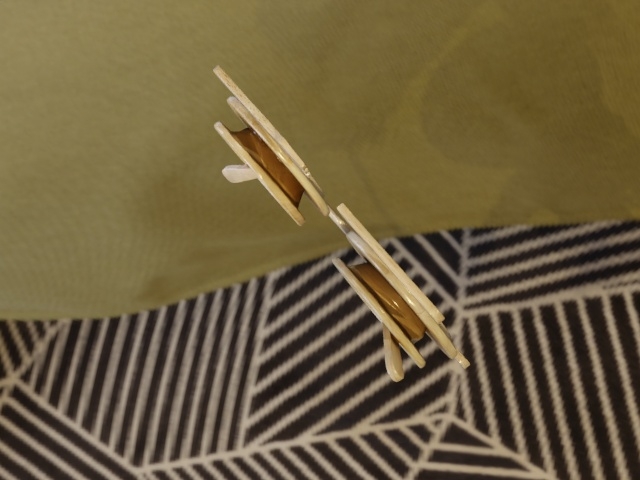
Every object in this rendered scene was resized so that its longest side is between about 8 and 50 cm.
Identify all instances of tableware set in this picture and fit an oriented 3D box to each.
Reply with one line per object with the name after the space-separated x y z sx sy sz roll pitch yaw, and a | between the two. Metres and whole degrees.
0.000 0.000 0.691 0.039 0.128 0.194 -41 69 -1 | tableware set
